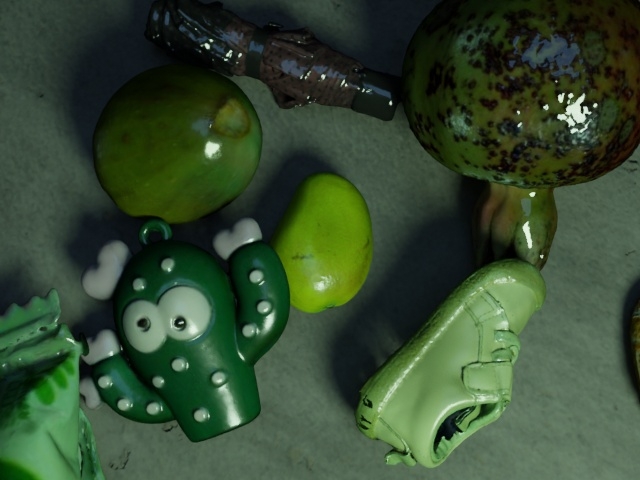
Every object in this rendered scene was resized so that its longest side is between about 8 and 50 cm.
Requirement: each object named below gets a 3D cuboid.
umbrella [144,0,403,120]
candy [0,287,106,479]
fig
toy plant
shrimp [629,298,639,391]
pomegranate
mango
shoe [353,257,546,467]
[{"bbox_3d":[-0.052,-0.222,0.987,0.326,0.090,0.094,18,71,0],"label":"umbrella"},{"bbox_3d":[-0.324,0.258,0.799,0.262,0.172,0.398,-21,69,-5],"label":"candy"},{"bbox_3d":[-0.152,-0.109,0.908,0.181,0.191,0.181,15,67,-38],"label":"fig"},{"bbox_3d":[-0.149,0.091,0.879,0.232,0.112,0.243,4,90,7],"label":"toy plant"},{"bbox_3d":[0.425,0.135,0.951,0.132,0.052,0.188,14,71,-1],"label":"shrimp"},{"bbox_3d":[0.236,-0.124,0.920,0.285,0.285,0.341,-2,107,-5],"label":"pomegranate"},{"bbox_3d":[0.006,0.003,0.930,0.117,0.089,0.163,25,74,2],"label":"mango"},{"bbox_3d":[0.155,0.139,0.891,0.262,0.140,0.128,-38,71,-8],"label":"shoe"}]
